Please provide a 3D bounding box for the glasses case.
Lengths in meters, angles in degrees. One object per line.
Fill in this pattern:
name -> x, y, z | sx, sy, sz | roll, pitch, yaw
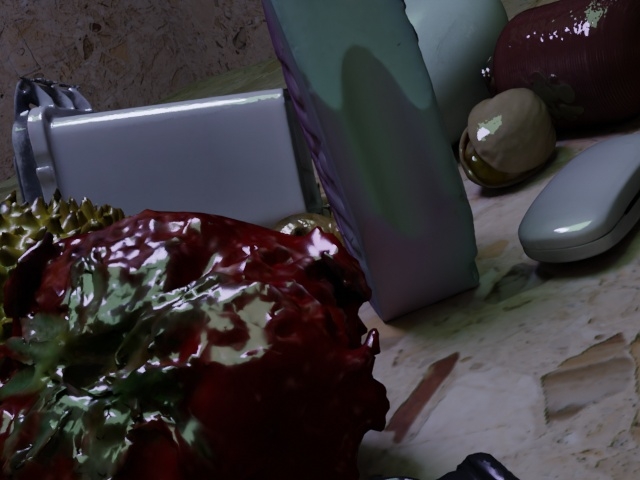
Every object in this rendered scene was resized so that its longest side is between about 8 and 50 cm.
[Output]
glasses case -> 0.268, -0.046, 0.824 | 0.092, 0.059, 0.233 | -8, 23, 40

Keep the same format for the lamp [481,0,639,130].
lamp -> 0.341, -0.228, 1.109 | 0.258, 0.180, 0.180 | -2, 27, 43

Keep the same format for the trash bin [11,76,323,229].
trash bin -> -0.198, -0.101, 1.142 | 0.367, 0.296, 0.256 | -11, 4, 7

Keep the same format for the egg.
egg -> 0.149, -0.251, 1.259 | 0.230, 0.230, 0.371 | -3, 43, 44

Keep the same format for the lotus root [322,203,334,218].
lotus root -> 0.053, -0.037, 1.040 | 0.072, 0.063, 0.152 | -35, 24, -29

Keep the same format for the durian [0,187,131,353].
durian -> -0.247, 0.076, 0.789 | 0.258, 0.258, 0.293 | -23, -25, -3

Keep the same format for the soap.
soap -> 0.047, -0.093, 0.788 | 0.109, 0.324, 0.193 | -21, 19, -4

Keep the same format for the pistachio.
pistachio -> 0.227, -0.122, 1.040 | 0.113, 0.113, 0.149 | -3, 41, 44

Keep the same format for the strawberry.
strawberry -> -0.078, 0.106, 0.564 | 0.274, 0.220, 0.274 | -9, 56, 13

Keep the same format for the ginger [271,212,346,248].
ginger -> -0.007, 0.001, 0.992 | 0.096, 0.067, 0.165 | -7, 3, -43

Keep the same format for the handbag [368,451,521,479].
handbag -> 0.044, 0.200, 0.351 | 0.244, 0.088, 0.275 | -22, 16, -15
